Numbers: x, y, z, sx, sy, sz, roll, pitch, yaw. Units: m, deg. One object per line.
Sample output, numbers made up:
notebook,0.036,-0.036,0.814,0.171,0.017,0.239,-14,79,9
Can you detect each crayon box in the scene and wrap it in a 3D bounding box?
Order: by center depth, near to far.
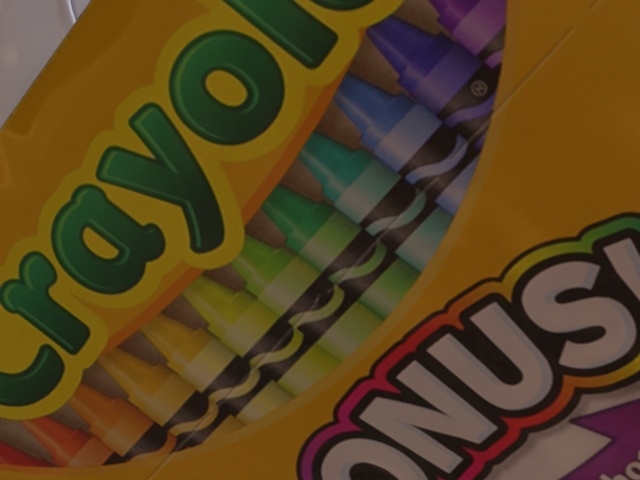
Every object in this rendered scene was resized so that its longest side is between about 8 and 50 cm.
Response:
crayon box,0.057,0.023,0.509,0.313,0.106,0.363,36,-57,-10

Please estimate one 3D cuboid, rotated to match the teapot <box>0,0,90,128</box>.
teapot,-0.164,-0.129,1.095,0.187,0.252,0.256,-21,-57,25
